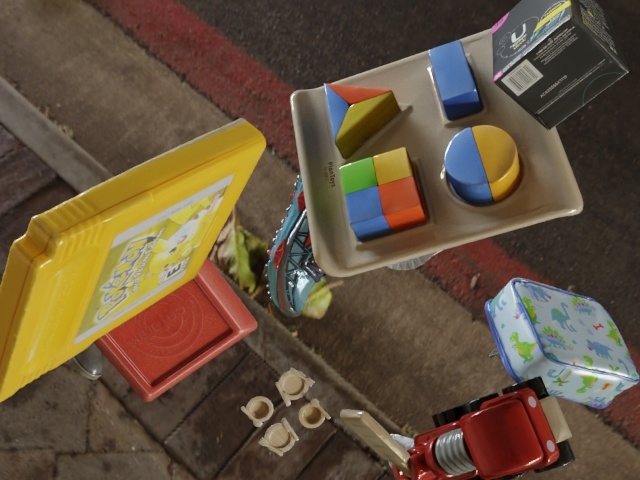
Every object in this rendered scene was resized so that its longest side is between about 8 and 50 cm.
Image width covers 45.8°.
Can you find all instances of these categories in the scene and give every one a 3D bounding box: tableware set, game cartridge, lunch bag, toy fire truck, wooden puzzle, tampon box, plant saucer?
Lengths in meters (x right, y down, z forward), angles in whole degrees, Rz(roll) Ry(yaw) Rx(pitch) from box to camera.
[{"bbox_3d":[-0.070,0.353,1.556,0.169,0.020,0.141,-37,102,-1],"label":"tableware set"},{"bbox_3d":[-0.220,0.020,0.861,0.053,0.285,0.324,42,42,8],"label":"game cartridge"},{"bbox_3d":[0.360,0.150,1.138,0.219,0.090,0.176,15,41,-28],"label":"lunch bag"},{"bbox_3d":[0.171,0.261,1.000,0.246,0.217,0.158,-6,69,-41],"label":"toy fire truck"},{"bbox_3d":[0.138,-0.138,1.021,0.348,0.080,0.322,-14,59,8],"label":"wooden puzzle"},{"bbox_3d":[0.293,-0.243,0.951,0.101,0.120,0.161,36,37,-19],"label":"tampon box"},{"bbox_3d":[-0.282,0.140,1.359,0.258,0.048,0.259,-34,112,-2],"label":"plant saucer"}]

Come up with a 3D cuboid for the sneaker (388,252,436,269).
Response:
[{"bbox_3d":[0.250,0.002,1.763,0.095,0.235,0.090,-19,85,-61],"label":"sneaker"}]

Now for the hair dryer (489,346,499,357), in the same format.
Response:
[{"bbox_3d":[0.551,0.225,1.730,0.294,0.080,0.224,-14,20,-34],"label":"hair dryer"}]

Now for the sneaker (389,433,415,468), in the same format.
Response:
[{"bbox_3d":[0.160,0.441,1.601,0.083,0.190,0.071,23,65,4],"label":"sneaker"}]

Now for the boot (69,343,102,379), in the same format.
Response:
[{"bbox_3d":[-0.437,0.153,1.551,0.208,0.076,0.189,-39,64,12],"label":"boot"}]

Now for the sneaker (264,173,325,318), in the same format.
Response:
[{"bbox_3d":[0.000,0.000,1.184,0.125,0.104,0.261,12,79,24],"label":"sneaker"}]
